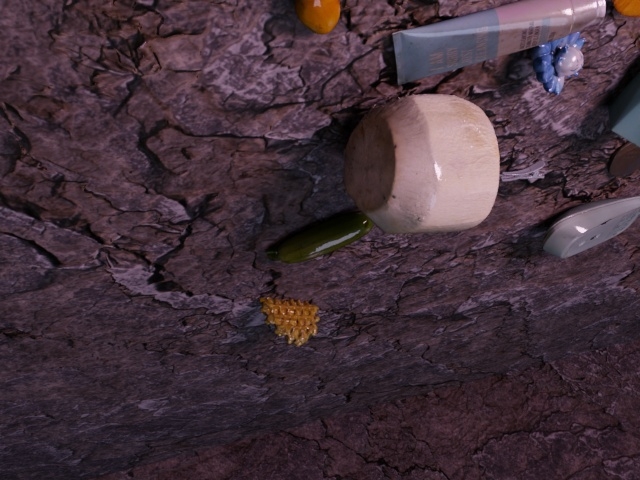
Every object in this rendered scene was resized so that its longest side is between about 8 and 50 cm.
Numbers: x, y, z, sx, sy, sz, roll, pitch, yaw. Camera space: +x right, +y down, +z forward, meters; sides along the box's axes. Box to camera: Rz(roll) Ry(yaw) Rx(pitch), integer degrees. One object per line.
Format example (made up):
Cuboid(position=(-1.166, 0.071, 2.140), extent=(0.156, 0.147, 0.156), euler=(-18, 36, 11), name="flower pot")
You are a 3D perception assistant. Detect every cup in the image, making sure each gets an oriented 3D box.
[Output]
Cuboid(position=(0.661, -0.299, 1.039), extent=(0.134, 0.148, 0.236), euler=(14, 140, -1), name="cup")

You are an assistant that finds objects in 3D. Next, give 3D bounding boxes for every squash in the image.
Cuboid(position=(0.000, 0.000, 1.220), extent=(0.252, 0.066, 0.066), euler=(-23, 149, 7), name="squash")

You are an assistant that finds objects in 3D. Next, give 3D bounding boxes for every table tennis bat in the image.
Cuboid(position=(0.739, -0.222, 1.299), extent=(0.131, 0.022, 0.234), euler=(-20, 151, 6), name="table tennis bat")

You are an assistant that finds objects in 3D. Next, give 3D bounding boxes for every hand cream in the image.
Cuboid(position=(0.265, -0.317, 0.860), extent=(0.312, 0.070, 0.111), euler=(-17, 152, 6), name="hand cream")

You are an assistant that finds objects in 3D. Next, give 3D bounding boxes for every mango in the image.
Cuboid(position=(-0.003, -0.310, 0.755), extent=(0.060, 0.046, 0.089), euler=(-18, 162, 4), name="mango")

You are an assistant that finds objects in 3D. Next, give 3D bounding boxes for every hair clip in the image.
Cuboid(position=(0.445, -0.153, 1.247), extent=(0.115, 0.030, 0.039), euler=(-11, 129, -16), name="hair clip")

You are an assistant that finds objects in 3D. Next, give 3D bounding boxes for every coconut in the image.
Cuboid(position=(0.180, -0.125, 0.957), extent=(0.247, 0.245, 0.245), euler=(-1, 145, -29), name="coconut")

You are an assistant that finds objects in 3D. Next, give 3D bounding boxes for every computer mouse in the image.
Cuboid(position=(0.709, -0.049, 1.481), extent=(0.288, 0.097, 0.159), euler=(-22, 149, -15), name="computer mouse")

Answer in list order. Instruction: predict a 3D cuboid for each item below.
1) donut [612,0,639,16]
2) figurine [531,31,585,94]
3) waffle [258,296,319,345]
Cuboid(position=(0.505, -0.405, 0.839), extent=(0.152, 0.058, 0.152), euler=(-12, 155, -6), name="donut")
Cuboid(position=(0.389, -0.303, 0.928), extent=(0.114, 0.079, 0.114), euler=(-24, 135, -27), name="figurine")
Cuboid(position=(-0.079, 0.190, 1.465), extent=(0.046, 0.160, 0.192), euler=(-33, 117, 34), name="waffle")
